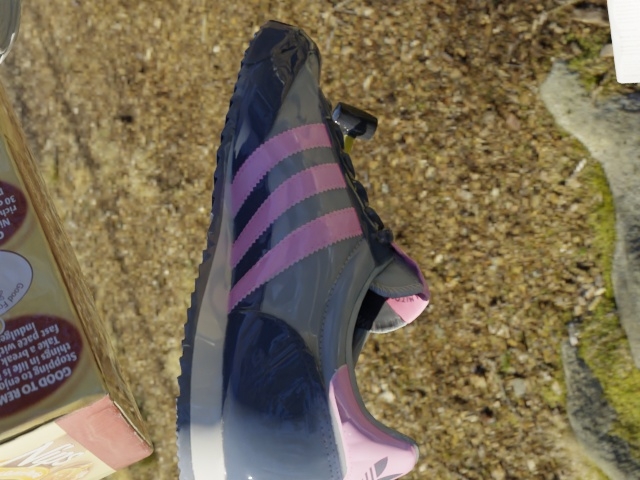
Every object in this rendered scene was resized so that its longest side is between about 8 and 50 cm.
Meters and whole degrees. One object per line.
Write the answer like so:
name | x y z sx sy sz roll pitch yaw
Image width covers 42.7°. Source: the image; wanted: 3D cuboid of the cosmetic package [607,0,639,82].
cosmetic package | 0.587 -0.491 1.417 0.156 0.217 0.384 1 134 31

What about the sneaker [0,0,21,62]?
sneaker | -0.313 -0.262 0.700 0.090 0.095 0.235 -74 2 -59

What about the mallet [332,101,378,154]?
mallet | 0.018 -0.096 1.073 0.039 0.062 0.189 -25 39 64

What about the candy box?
candy box | -0.208 -0.009 0.502 0.316 0.088 0.183 63 167 19

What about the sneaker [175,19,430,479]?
sneaker | 0.000 0.000 0.496 0.112 0.131 0.318 88 -174 -61
